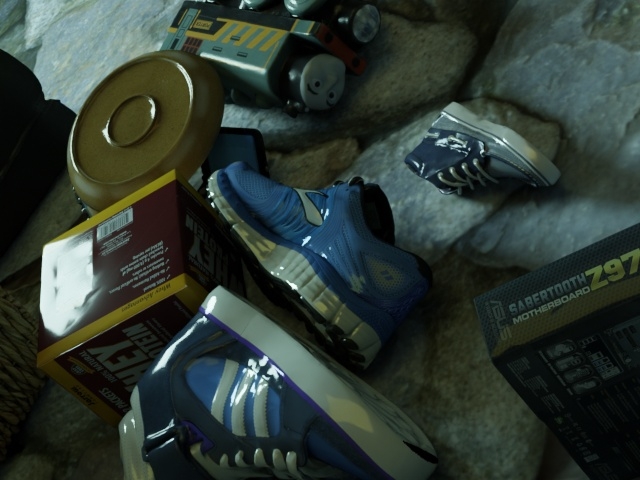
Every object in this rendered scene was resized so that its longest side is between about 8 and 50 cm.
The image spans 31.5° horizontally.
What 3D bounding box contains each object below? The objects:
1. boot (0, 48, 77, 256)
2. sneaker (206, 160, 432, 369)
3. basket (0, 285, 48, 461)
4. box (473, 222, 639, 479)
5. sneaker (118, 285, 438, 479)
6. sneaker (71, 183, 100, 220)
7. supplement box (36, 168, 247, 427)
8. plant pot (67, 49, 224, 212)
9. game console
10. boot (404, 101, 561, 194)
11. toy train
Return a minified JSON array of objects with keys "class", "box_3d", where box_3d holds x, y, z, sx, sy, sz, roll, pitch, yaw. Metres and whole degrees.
[{"class":"boot","box_3d":[-0.533,-0.086,1.487,0.146,0.367,0.445,13,62,32]},{"class":"sneaker","box_3d":[0.000,0.000,1.180,0.147,0.130,0.330,-37,44,-13]},{"class":"basket","box_3d":[-0.486,0.127,1.287,0.213,0.299,0.223,1,55,38]},{"class":"box","box_3d":[0.238,0.080,0.802,0.183,0.233,0.059,-26,47,18]},{"class":"sneaker","box_3d":[-0.063,0.203,1.035,0.323,0.130,0.236,34,89,44]},{"class":"sneaker","box_3d":[-0.275,-0.100,1.510,0.086,0.085,0.237,-19,46,14]},{"class":"supplement box","box_3d":[-0.193,0.063,1.249,0.191,0.129,0.194,-28,40,14]},{"class":"plant pot","box_3d":[-0.228,-0.144,1.416,0.236,0.032,0.236,-14,57,24]},{"class":"game console","box_3d":[-0.122,-0.074,1.367,0.122,0.071,0.107,8,58,44]},{"class":"boot","box_3d":[0.161,-0.074,1.153,0.086,0.069,0.190,-49,31,0]},{"class":"toy train","box_3d":[-0.068,-0.259,1.460,0.334,0.142,0.190,21,82,44]}]
